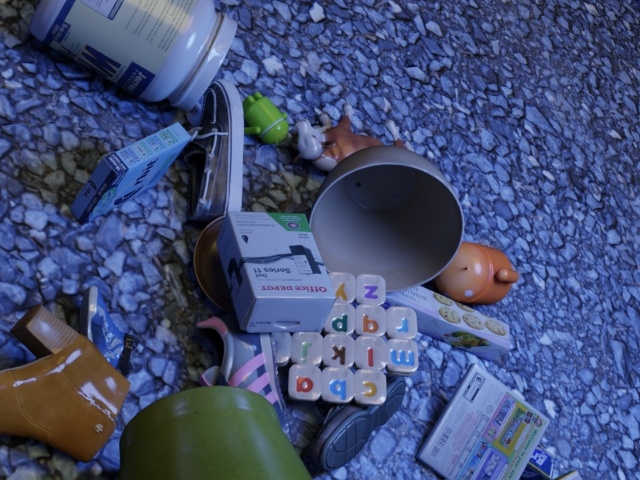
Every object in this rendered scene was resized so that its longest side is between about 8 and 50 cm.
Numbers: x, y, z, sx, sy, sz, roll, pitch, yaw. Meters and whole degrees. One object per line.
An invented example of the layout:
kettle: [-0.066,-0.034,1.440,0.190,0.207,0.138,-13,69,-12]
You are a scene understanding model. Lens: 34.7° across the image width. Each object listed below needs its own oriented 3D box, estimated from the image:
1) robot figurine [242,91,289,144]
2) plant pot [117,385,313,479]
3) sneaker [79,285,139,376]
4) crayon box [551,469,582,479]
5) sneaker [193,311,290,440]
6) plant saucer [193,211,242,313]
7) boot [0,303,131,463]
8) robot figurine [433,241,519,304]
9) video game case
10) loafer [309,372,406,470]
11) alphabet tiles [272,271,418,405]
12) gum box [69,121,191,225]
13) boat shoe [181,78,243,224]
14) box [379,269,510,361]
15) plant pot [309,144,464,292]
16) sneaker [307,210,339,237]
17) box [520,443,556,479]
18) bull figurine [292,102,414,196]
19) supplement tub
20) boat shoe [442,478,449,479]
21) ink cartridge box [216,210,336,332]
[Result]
robot figurine: [-0.111,-0.244,2.077,0.115,0.067,0.101,50,44,4]
plant pot: [-0.137,0.404,1.404,0.367,0.366,0.353,13,41,-31]
sneaker: [-0.332,0.146,1.619,0.085,0.058,0.152,6,60,-28]
crayon box: [0.474,0.588,1.907,0.165,0.081,0.278,-11,67,-42]
sneaker: [-0.132,0.264,1.674,0.131,0.112,0.319,-1,55,-20]
plant saucer: [-0.136,0.048,1.836,0.199,0.036,0.198,8,68,-20]
boot: [-0.410,0.257,1.456,0.211,0.104,0.295,50,56,-21]
robot figurine: [0.313,0.069,2.115,0.158,0.128,0.219,46,19,31]
video game case: [0.307,0.370,1.914,0.193,0.023,0.212,37,71,-10]
loafer: [0.051,0.311,1.796,0.084,0.096,0.267,19,31,29]
alphabet tiles: [0.032,0.171,1.831,0.284,0.021,0.278,5,51,-4]
gum box: [-0.324,-0.115,1.750,0.041,0.157,0.184,49,43,4]
boat shoe: [-0.212,-0.170,1.916,0.105,0.113,0.306,9,70,-27]
box: [0.239,0.155,2.057,0.324,0.063,0.067,24,46,-22]
plant pot: [0.121,-0.070,1.944,0.284,0.284,0.191,29,29,-18]
sneaker: [0.000,0.000,1.994,0.070,0.051,0.134,27,42,-13]
box: [0.373,0.405,1.984,0.169,0.054,0.059,36,44,-10]
bull figurine: [0.072,-0.192,2.157,0.310,0.101,0.188,25,45,-21]
supplement tub: [-0.342,-0.403,1.893,0.325,0.235,0.235,29,46,-18]
boat shoe: [0.235,0.548,1.727,0.091,0.114,0.302,25,48,-14]
ink cartridge box: [-0.078,0.052,1.744,0.153,0.087,0.208,1,44,-24]
